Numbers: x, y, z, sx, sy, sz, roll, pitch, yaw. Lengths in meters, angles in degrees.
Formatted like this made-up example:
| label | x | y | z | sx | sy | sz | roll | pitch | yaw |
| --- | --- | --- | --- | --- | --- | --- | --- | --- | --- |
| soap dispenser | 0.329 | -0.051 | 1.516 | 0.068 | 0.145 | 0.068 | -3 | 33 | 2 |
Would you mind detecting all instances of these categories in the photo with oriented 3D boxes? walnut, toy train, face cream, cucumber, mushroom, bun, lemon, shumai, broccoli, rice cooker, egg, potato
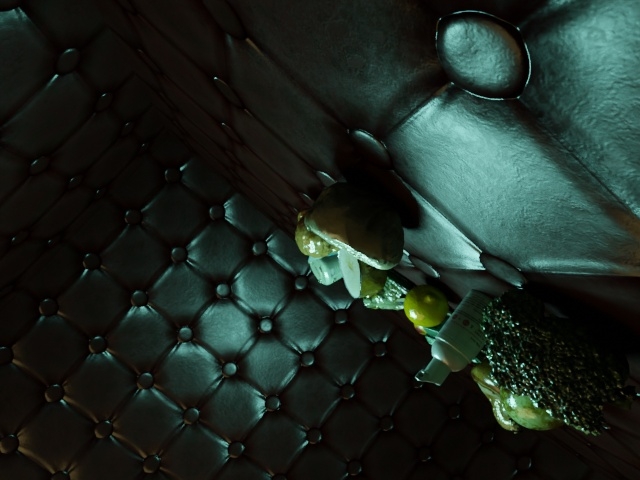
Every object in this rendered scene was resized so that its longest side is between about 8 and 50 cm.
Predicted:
| label | x | y | z | sx | sy | sz | roll | pitch | yaw |
| --- | --- | --- | --- | --- | --- | --- | --- | --- | --- |
| walnut | -0.006 | -0.043 | 1.853 | 0.257 | 0.224 | 0.257 | 30 | 148 | 21 |
| toy train | 0.619 | 0.436 | 1.896 | 0.330 | 0.138 | 0.178 | 12 | 149 | 53 |
| face cream | 0.474 | 0.357 | 1.411 | 0.145 | 0.369 | 0.145 | 40 | 172 | 7 |
| cucumber | 0.378 | 0.198 | 2.005 | 0.227 | 0.069 | 0.069 | 38 | 171 | 25 |
| mushroom | 0.885 | 0.747 | 1.997 | 0.345 | 0.259 | 0.345 | 38 | 170 | 8 |
| bun | 0.129 | -0.057 | 1.343 | 0.360 | 0.211 | 0.360 | 30 | 177 | 2 |
| lemon | 0.449 | 0.279 | 1.736 | 0.187 | 0.187 | 0.244 | 36 | 160 | 22 |
| shumai | 0.374 | 0.328 | 2.234 | 0.272 | 0.203 | 0.222 | 30 | 168 | 31 |
| broccoli | 0.599 | 0.307 | 1.048 | 0.317 | 0.277 | 0.338 | 22 | -176 | -12 |
| rice cooker | 0.072 | 0.122 | 2.342 | 0.226 | 0.244 | 0.226 | 49 | 153 | 36 |
| egg | 0.848 | 0.610 | 1.585 | 0.238 | 0.238 | 0.289 | 41 | 148 | -7 |
| potato | 0.215 | 0.111 | 1.922 | 0.246 | 0.196 | 0.299 | 49 | 153 | 48 |

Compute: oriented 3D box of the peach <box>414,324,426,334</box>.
| label | x | y | z | sx | sy | sz | roll | pitch | yaw |
| --- | --- | --- | --- | --- | --- | --- | --- | --- | --- |
| peach | 0.578 | 0.452 | 2.243 | 0.138 | 0.138 | 0.138 | 39 | 171 | 7 |

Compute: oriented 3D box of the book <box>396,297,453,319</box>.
| label | x | y | z | sx | sy | sz | roll | pitch | yaw |
| --- | --- | --- | --- | --- | --- | --- | --- | --- | --- |
| book | 0.536 | 0.344 | 2.003 | 0.228 | 0.018 | 0.322 | 31 | 165 | -11 |

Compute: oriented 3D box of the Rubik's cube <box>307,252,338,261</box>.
| label | x | y | z | sx | sy | sz | roll | pitch | yaw |
| --- | --- | --- | --- | --- | --- | --- | --- | --- | --- |
| Rubik's cube | 0.000 | 0.000 | 2.034 | 0.284 | 0.234 | 0.250 | 34 | 169 | 34 |
